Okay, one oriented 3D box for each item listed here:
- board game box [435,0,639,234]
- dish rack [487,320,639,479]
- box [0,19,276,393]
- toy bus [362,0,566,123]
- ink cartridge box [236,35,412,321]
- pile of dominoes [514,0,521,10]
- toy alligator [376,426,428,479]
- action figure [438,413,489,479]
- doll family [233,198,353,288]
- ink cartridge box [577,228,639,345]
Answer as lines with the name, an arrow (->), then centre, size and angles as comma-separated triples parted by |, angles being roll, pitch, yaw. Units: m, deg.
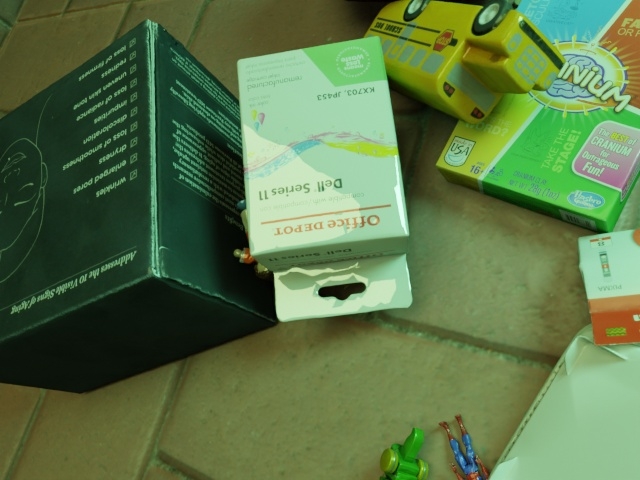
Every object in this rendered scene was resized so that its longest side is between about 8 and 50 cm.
board game box -> 0.337, -0.194, 0.713 | 0.242, 0.064, 0.317 | 26, 88, 36
dish rack -> 0.283, 0.220, 0.457 | 0.286, 0.072, 0.333 | -59, 18, 2
box -> -0.373, -0.031, 0.937 | 0.479, 0.297, 0.472 | -22, 59, 21
toy bus -> 0.177, -0.263, 0.749 | 0.130, 0.108, 0.333 | -55, 32, 11
ink cartridge box -> 0.008, -0.079, 0.716 | 0.207, 0.119, 0.354 | -8, 75, 6
pile of dominoes -> 0.405, -0.416, 0.791 | 0.195, 0.040, 0.251 | 22, 82, 35
toy alligator -> 0.088, 0.328, 0.664 | 0.051, 0.056, 0.190 | 163, 128, -73
action figure -> 0.181, 0.275, 0.642 | 0.038, 0.030, 0.115 | -29, 60, 14
doll family -> 0.000, 0.000, 0.828 | 0.262, 0.118, 0.163 | -19, 63, 2
ink cartridge box -> 0.359, 0.039, 0.560 | 0.145, 0.179, 0.045 | -10, 109, 27
